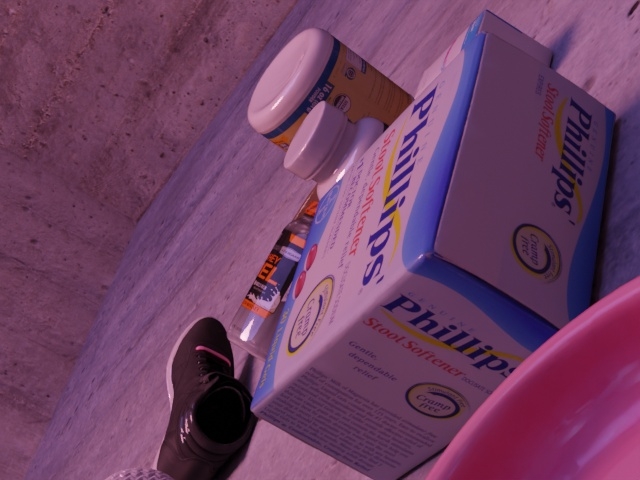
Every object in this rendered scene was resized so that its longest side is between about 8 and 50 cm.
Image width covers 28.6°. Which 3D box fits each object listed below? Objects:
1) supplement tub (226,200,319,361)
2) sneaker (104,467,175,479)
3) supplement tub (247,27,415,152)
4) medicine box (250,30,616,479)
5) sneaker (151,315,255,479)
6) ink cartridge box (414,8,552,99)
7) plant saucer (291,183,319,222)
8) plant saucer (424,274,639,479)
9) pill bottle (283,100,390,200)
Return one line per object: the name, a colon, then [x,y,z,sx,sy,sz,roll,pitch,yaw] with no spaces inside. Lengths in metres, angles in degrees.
supplement tub: [-0.017,0.057,1.453,0.190,0.117,0.117,-61,14,-5]
sneaker: [-0.187,0.422,1.279,0.210,0.138,0.365,86,-171,-76]
supplement tub: [0.029,-0.143,1.496,0.144,0.200,0.144,-46,23,25]
medicine box: [0.096,0.019,1.063,0.289,0.149,0.263,-46,19,47]
sneaker: [-0.136,0.194,1.646,0.147,0.105,0.295,-46,25,39]
ink cartridge box: [0.170,-0.172,1.319,0.122,0.089,0.052,-43,22,50]
plant saucer: [0.000,0.000,1.677,0.278,0.041,0.278,-55,14,20]
plant saucer: [0.163,0.138,0.602,0.332,0.084,0.332,-43,14,14]
pill bottle: [0.058,-0.065,1.303,0.108,0.180,0.108,-55,15,22]
